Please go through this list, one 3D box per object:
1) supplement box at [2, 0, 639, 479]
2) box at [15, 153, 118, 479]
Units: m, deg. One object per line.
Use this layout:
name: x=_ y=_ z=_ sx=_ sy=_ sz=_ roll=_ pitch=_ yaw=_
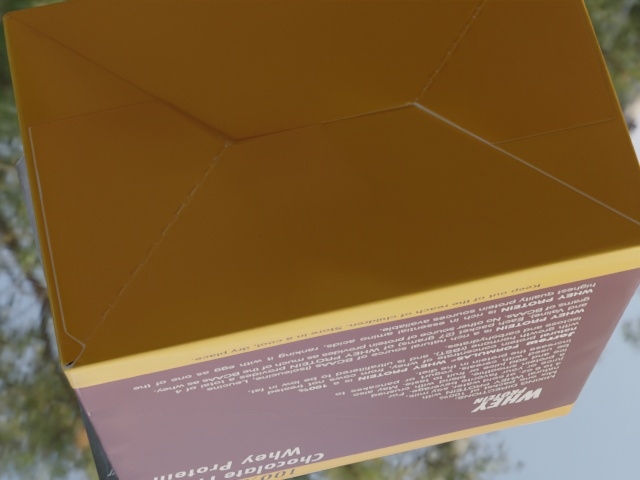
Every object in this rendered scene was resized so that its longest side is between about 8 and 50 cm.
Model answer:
supplement box: x=0.000 y=0.000 z=0.577 sx=0.191 sy=0.194 sz=0.129 roll=-12 pitch=-112 yaw=-5
box: x=-0.076 y=0.001 z=0.804 sx=0.056 sy=0.183 sz=0.231 roll=3 pitch=-125 yaw=-38
